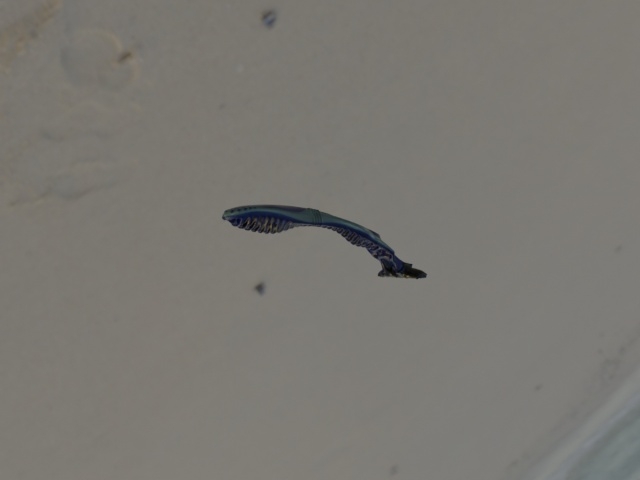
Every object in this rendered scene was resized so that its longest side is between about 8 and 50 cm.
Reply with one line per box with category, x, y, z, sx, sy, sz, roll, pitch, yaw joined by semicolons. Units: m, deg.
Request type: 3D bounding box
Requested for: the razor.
razor;0.001;-0.004;0.800;0.154;0.028;0.044;19;169;-34
